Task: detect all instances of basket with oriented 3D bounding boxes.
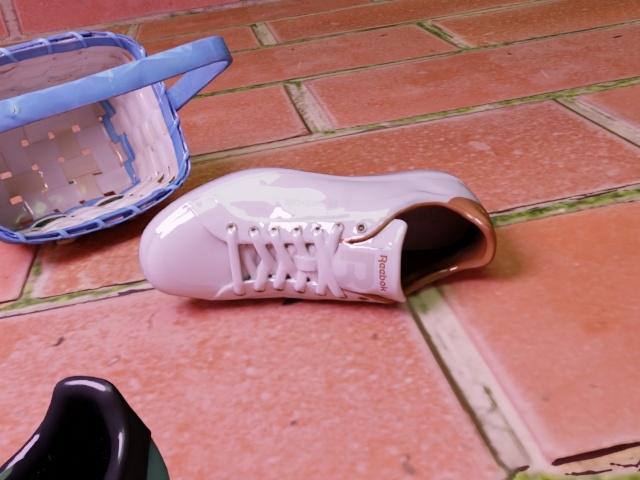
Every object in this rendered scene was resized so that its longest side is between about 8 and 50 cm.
[{"bbox_3d":[-0.241,-0.110,0.733,0.255,0.201,0.289,-25,0,-30],"label":"basket"}]

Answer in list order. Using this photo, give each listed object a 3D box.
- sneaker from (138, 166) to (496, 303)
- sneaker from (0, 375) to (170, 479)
[{"bbox_3d":[0.000,0.000,0.582,0.290,0.105,0.123,-10,24,-7],"label":"sneaker"},{"bbox_3d":[-0.155,0.170,0.268,0.108,0.120,0.302,1,28,19],"label":"sneaker"}]
